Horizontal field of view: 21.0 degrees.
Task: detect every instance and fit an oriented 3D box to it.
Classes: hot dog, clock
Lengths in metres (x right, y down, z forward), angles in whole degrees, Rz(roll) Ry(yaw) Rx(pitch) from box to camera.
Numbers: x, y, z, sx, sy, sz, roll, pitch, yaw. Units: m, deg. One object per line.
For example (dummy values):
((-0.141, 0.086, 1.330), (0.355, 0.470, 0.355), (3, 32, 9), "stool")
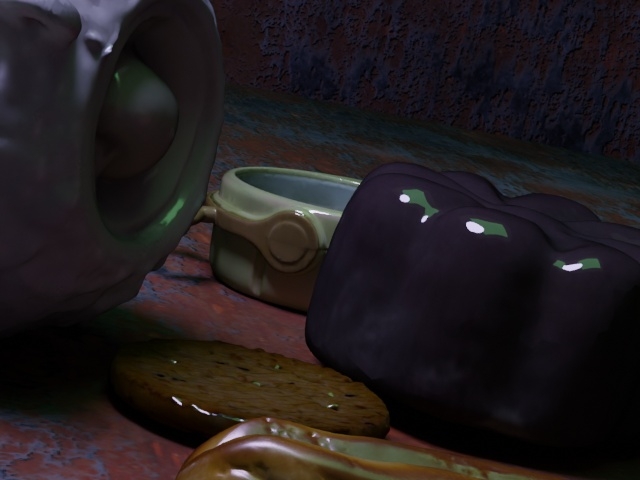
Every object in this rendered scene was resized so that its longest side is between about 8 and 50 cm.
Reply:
((0.077, 0.156, 0.793), (0.337, 0.100, 0.135), (13, 2, -5), "hot dog")
((0.000, 0.000, 1.534), (0.308, 0.096, 0.235), (11, 12, -10), "clock")

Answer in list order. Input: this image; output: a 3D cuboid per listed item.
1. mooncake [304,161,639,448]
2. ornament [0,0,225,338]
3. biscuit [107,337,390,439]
((0.138, 0.045, 1.276), (0.306, 0.154, 0.306), (17, 11, -3), "mooncake")
((-0.236, -0.102, 1.147), (0.337, 0.337, 0.337), (12, 10, -2), "ornament")
((-0.046, 0.103, 1.122), (0.187, 0.027, 0.188), (12, 9, -2), "biscuit")
